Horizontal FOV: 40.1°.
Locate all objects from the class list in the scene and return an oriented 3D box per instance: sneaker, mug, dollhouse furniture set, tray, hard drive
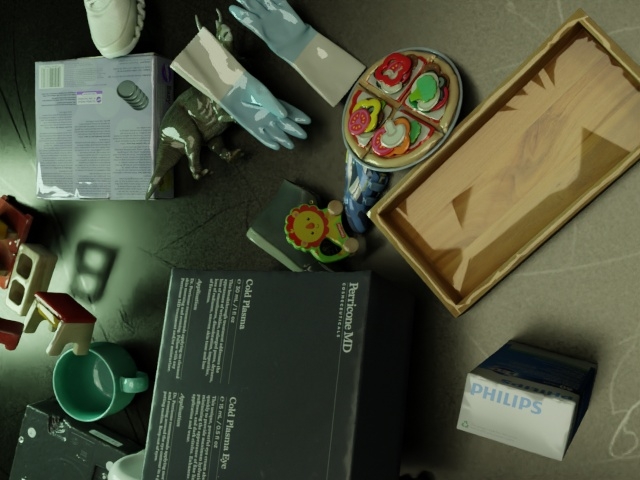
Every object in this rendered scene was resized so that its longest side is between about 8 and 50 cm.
[{"bbox_3d":[0.070,-0.081,1.344,0.059,0.053,0.144,3,95,21],"label":"sneaker"},{"bbox_3d":[-0.372,0.248,1.525,0.158,0.097,0.129,33,104,17],"label":"mug"},{"bbox_3d":[-0.553,0.046,1.484,0.374,0.201,0.152,29,105,37],"label":"dollhouse furniture set"},{"bbox_3d":[0.000,0.000,1.362,0.222,0.083,0.118,33,97,13],"label":"sneaker"},{"bbox_3d":[0.282,-0.101,1.242,0.411,0.076,0.203,-44,76,18],"label":"tray"},{"bbox_3d":[-0.463,0.489,1.596,0.237,0.064,0.339,19,100,21],"label":"hard drive"},{"bbox_3d":[-0.366,-0.444,1.452,0.110,0.118,0.292,-13,79,21],"label":"sneaker"}]

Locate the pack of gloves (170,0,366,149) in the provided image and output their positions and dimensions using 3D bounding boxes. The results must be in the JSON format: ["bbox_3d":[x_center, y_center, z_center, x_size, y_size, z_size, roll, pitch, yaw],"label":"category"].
[{"bbox_3d":[-0.076,-0.265,1.323,0.232,0.046,0.195,39,87,-5],"label":"pack of gloves"}]

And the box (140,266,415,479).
[{"bbox_3d":[-0.055,0.221,1.214,0.313,0.179,0.343,0,76,27],"label":"box"}]

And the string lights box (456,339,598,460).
[{"bbox_3d":[0.280,0.201,1.159,0.133,0.260,0.076,14,98,22],"label":"string lights box"}]

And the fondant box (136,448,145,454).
[{"bbox_3d":[-0.194,0.524,1.468,0.330,0.096,0.238,27,103,20],"label":"fondant box"}]

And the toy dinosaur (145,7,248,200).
[{"bbox_3d":[-0.189,-0.197,1.428,0.160,0.121,0.313,48,112,26],"label":"toy dinosaur"}]

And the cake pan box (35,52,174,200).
[{"bbox_3d":[-0.380,-0.191,1.520,0.267,0.070,0.245,0,91,23],"label":"cake pan box"}]

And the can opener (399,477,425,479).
[{"bbox_3d":[0.165,0.452,1.341,0.059,0.073,0.186,-20,88,-16],"label":"can opener"}]

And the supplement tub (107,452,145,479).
[{"bbox_3d":[-0.265,0.447,1.363,0.144,0.144,0.199,10,97,22],"label":"supplement tub"}]

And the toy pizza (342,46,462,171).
[{"bbox_3d":[0.113,-0.197,1.288,0.201,0.032,0.201,-14,64,30],"label":"toy pizza"}]

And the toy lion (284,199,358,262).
[{"bbox_3d":[-0.003,-0.011,1.321,0.096,0.034,0.100,-22,79,-6],"label":"toy lion"}]
